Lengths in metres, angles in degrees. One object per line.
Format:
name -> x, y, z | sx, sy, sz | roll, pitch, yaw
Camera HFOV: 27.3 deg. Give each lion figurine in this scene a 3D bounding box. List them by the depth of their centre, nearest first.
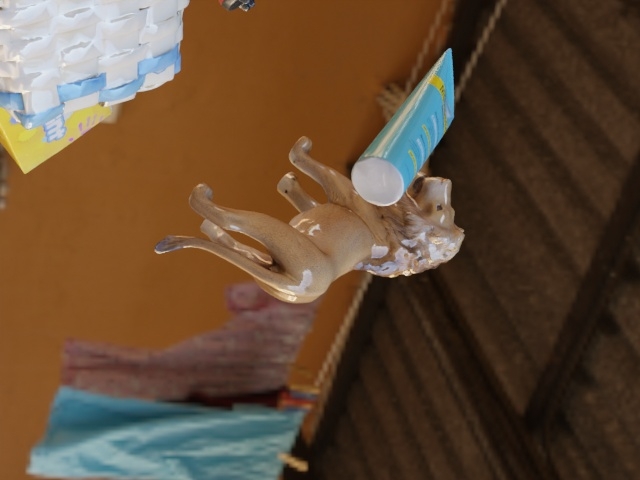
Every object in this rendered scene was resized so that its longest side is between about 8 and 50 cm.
lion figurine -> 0.000, 0.000, 1.636 | 0.240, 0.392, 0.142 | 42, -45, 15

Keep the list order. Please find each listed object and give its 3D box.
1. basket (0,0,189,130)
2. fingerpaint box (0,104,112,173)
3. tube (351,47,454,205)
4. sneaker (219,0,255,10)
basket -> -0.201, -0.244, 0.865 | 0.255, 0.201, 0.289 | 39, -33, 40
fingerpaint box -> -0.458, -0.339, 1.649 | 0.371, 0.163, 0.445 | 49, -13, 14
tube -> 0.093, -0.107, 1.283 | 0.207, 0.052, 0.080 | -53, 150, -48
sneaker -> -0.042, -0.419, 1.694 | 0.135, 0.276, 0.097 | 54, -5, -2
